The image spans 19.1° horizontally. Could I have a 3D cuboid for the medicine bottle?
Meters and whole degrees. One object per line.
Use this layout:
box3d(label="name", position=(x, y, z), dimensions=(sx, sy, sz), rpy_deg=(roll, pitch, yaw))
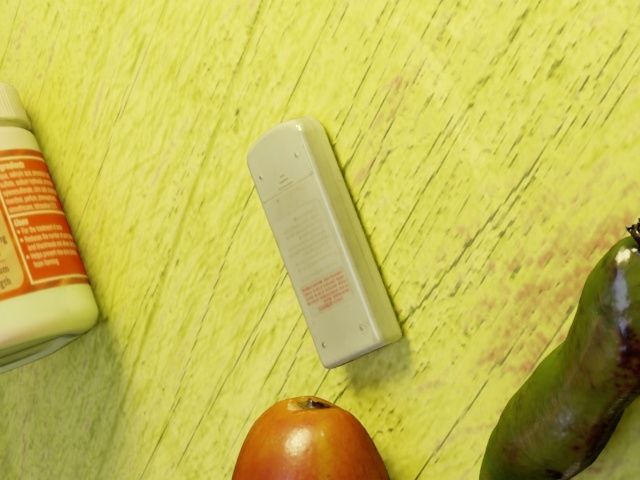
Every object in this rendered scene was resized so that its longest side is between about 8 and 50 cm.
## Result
box3d(label="medicine bottle", position=(-0.354, 0.010, 1.729), dimensions=(0.252, 0.252, 0.241), rpy_deg=(-30, 79, 52))

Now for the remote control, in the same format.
box3d(label="remote control", position=(0.000, 0.000, 1.460), dimensions=(0.087, 0.029, 0.190), rpy_deg=(-30, 79, 52))

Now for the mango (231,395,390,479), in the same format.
box3d(label="mango", position=(0.011, 0.261, 1.470), dimensions=(0.146, 0.129, 0.289), rpy_deg=(-11, 103, 51))

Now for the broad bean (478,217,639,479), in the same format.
box3d(label="broad bean", position=(0.173, 0.094, 1.251), dimensions=(0.077, 0.061, 0.339), rpy_deg=(58, 140, 31))
